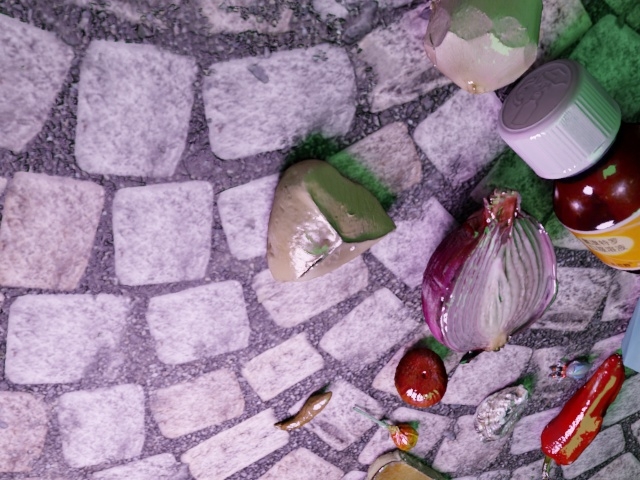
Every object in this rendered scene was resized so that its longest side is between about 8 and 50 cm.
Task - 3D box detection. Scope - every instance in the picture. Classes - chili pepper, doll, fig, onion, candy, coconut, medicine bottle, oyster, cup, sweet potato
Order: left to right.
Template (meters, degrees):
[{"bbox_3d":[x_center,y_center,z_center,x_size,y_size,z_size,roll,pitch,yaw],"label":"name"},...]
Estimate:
[{"bbox_3d":[-0.029,0.354,1.596,0.153,0.038,0.041,-38,107,19],"label":"sweet potato"},{"bbox_3d":[0.141,0.406,1.696,0.201,0.060,0.060,35,107,-29],"label":"candy"},{"bbox_3d":[0.218,0.298,1.598,0.119,0.119,0.153,-32,131,4],"label":"fig"},{"bbox_3d":[0.231,-0.296,1.117,0.171,0.171,0.183,32,67,-36],"label":"coconut"},{"bbox_3d":[0.291,0.027,1.404,0.267,0.159,0.349,-16,123,-24],"label":"onion"},{"bbox_3d":[0.420,0.406,1.791,0.125,0.064,0.177,-17,131,-14],"label":"oyster"},{"bbox_3d":[0.586,0.299,1.789,0.114,0.039,0.057,-10,94,-1],"label":"doll"},{"bbox_3d":[0.625,0.432,1.864,0.110,0.110,0.388,18,111,-31],"label":"chili pepper"},{"bbox_3d":[0.477,-0.127,1.322,0.395,0.242,0.242,35,107,-22],"label":"medicine bottle"},{"bbox_3d":[0.757,0.172,1.714,0.134,0.148,0.236,-33,133,-39],"label":"cup"}]

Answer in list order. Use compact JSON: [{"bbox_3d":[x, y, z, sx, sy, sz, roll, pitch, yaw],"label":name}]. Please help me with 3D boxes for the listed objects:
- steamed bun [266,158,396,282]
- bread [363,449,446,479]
[{"bbox_3d":[-0.001,-0.025,1.282,0.231,0.110,0.212,-31,129,0],"label":"steamed bun"},{"bbox_3d":[0.177,0.604,1.844,0.207,0.056,0.286,-41,128,6],"label":"bread"}]
